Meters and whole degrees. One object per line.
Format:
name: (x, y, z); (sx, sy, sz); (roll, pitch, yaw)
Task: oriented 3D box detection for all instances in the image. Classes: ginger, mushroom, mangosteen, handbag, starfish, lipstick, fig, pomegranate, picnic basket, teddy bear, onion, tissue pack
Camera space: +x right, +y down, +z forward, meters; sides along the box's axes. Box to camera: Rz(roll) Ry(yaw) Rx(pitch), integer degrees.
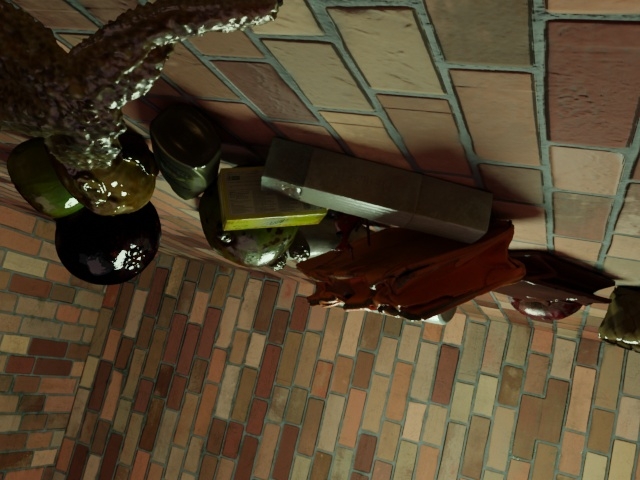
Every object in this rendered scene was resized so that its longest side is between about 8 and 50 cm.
ginger: (-0.398, -0.135, 1.216); (0.165, 0.172, 0.321); (-26, 167, -2)
mushroom: (0.001, -0.002, 1.567); (0.352, 0.109, 0.097); (4, -175, 15)
mangosteen: (-0.609, -0.020, 1.814); (0.314, 0.296, 0.297); (7, 169, 18)
handbag: (0.510, 0.093, 1.544); (0.276, 0.084, 0.260); (18, 167, -30)
starfish: (-0.290, -0.189, 0.695); (0.384, 0.132, 0.398); (23, 153, -16)
lipstick: (0.091, -0.079, 1.073); (0.372, 0.076, 0.080); (15, 163, -3)
handbag: (0.166, 0.057, 1.281); (0.304, 0.116, 0.410); (-20, -172, -28)
fig: (-0.589, -0.141, 1.451); (0.191, 0.180, 0.181); (-8, 180, -23)
pomegranate: (-0.139, -0.056, 1.270); (0.198, 0.198, 0.246); (16, -162, -16)
picnic basket: (0.825, 0.289, 1.521); (0.293, 0.337, 0.337); (21, 168, -40)
teddy bear: (-0.135, -0.047, 1.484); (0.251, 0.129, 0.182); (43, 135, -19)
onion: (0.601, 0.165, 1.771); (0.206, 0.098, 0.151); (6, 170, 41)
tissue pack: (-0.085, -0.075, 1.125); (0.176, 0.095, 0.062); (-6, 165, -16)

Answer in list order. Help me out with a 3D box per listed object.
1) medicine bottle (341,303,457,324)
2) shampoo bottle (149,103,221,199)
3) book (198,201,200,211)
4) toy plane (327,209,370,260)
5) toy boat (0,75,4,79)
medicine bottle: (0.184, 0.100, 1.692); (0.332, 0.189, 0.190); (9, 170, 26)
shampoo bottle: (-0.238, -0.140, 1.143); (0.125, 0.084, 0.350); (44, 167, -6)
book: (-0.158, -0.034, 1.854); (0.371, 0.043, 0.260); (13, 169, -6)
toy plane: (0.057, -0.020, 1.275); (0.077, 0.194, 0.126); (-12, 138, 18)
toy boat: (-0.499, -0.252, 0.868); (0.321, 0.089, 0.121); (14, 162, -10)
